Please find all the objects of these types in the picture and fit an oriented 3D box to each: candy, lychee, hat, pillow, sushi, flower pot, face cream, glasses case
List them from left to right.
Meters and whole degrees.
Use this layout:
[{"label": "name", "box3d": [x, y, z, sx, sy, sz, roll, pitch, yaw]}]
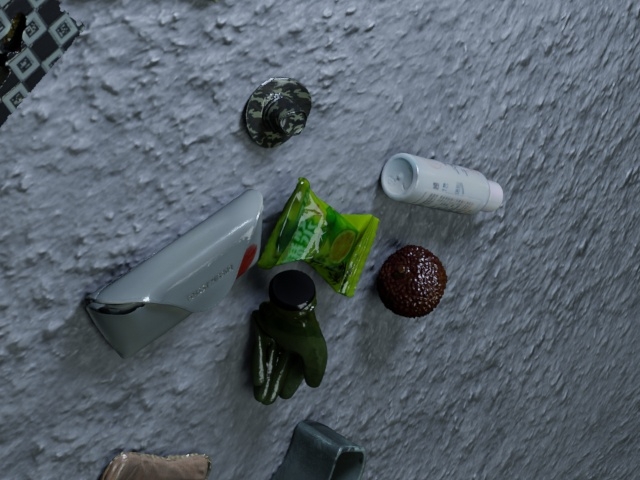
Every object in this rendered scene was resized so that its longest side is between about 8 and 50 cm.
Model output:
[{"label": "sushi", "box3d": [-0.386, -0.223, 1.624, 0.201, 0.031, 0.139, -50, 140, -8]}, {"label": "pillow", "box3d": [-0.258, 0.383, 2.104, 0.211, 0.034, 0.135, 15, 104, -48]}, {"label": "glasses case", "box3d": [-0.183, 0.053, 1.953, 0.308, 0.083, 0.128, -37, 134, -27]}, {"label": "hat", "box3d": [-0.053, -0.178, 1.986, 0.121, 0.050, 0.121, -22, 127, -34]}, {"label": "flower pot", "box3d": [-0.021, 0.426, 2.321, 0.103, 0.108, 0.229, 25, 93, -50]}, {"label": "candy", "box3d": [0.000, 0.000, 2.131, 0.246, 0.069, 0.149, 25, 89, -47]}, {"label": "lychee", "box3d": [0.153, 0.071, 2.299, 0.123, 0.123, 0.129, -58, 169, -5]}, {"label": "face cream", "box3d": [0.211, -0.089, 2.295, 0.269, 0.082, 0.082, 8, 106, -49]}]

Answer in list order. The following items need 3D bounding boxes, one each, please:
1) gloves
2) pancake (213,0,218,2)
[{"label": "gloves", "box3d": [-0.049, 0.153, 2.129, 0.107, 0.135, 0.268, -50, 159, -46]}, {"label": "pancake", "box3d": [-0.195, -0.365, 1.724, 0.244, 0.057, 0.266, -43, 138, -20]}]
